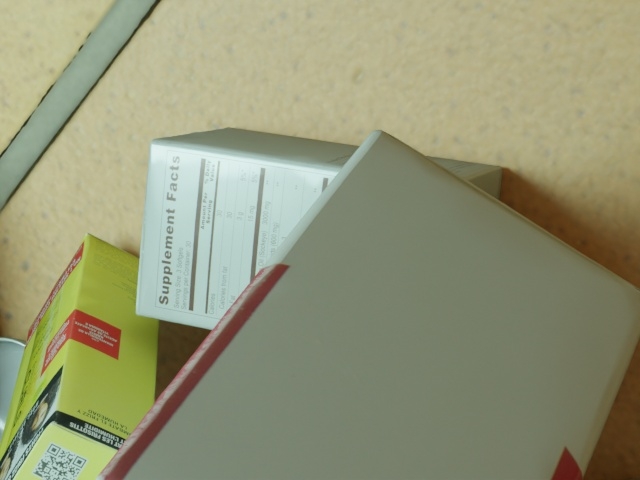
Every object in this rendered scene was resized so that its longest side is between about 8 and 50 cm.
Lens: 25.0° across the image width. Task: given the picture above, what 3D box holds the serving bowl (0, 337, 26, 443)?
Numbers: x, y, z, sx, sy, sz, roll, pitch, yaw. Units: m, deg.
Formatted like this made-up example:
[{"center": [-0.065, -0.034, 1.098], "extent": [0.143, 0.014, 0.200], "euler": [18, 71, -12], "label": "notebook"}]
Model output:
[{"center": [-0.201, 0.103, 0.953], "extent": [0.083, 0.027, 0.083], "euler": [3, 98, 21], "label": "serving bowl"}]

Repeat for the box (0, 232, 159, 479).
[{"center": [-0.136, 0.084, 0.819], "extent": [0.058, 0.232, 0.087], "euler": [29, 110, -15], "label": "box"}]

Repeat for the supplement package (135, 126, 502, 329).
[{"center": [0.000, 0.000, 0.821], "extent": [0.179, 0.105, 0.105], "euler": [10, 102, 20], "label": "supplement package"}]

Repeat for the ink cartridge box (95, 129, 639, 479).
[{"center": [-0.033, 0.181, 0.690], "extent": [0.160, 0.279, 0.385], "euler": [32, 129, 4], "label": "ink cartridge box"}]

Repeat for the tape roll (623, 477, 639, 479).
[{"center": [0.206, 0.325, 0.801], "extent": [0.392, 0.072, 0.392], "euler": [3, 98, 20], "label": "tape roll"}]
